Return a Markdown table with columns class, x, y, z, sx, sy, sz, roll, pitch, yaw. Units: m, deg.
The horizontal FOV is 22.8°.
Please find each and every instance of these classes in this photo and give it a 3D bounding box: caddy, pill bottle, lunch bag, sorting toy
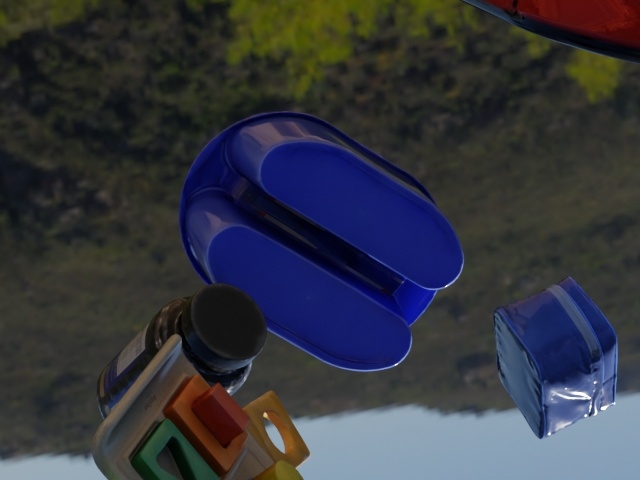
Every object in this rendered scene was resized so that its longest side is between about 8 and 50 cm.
| class | x | y | z | sx | sy | sz | roll | pitch | yaw |
| --- | --- | --- | --- | --- | --- | --- | --- | --- | --- |
| caddy | 0.000 | 0.000 | 1.849 | 0.241 | 0.341 | 0.179 | -56 | -162 | 6 |
| pill bottle | -0.152 | 0.137 | 1.753 | 0.123 | 0.122 | 0.219 | -11 | 159 | -40 |
| lunch bag | 0.155 | 0.076 | 1.014 | 0.065 | 0.067 | 0.098 | -23 | 142 | -10 |
| sorting toy | -0.064 | 0.169 | 1.105 | 0.047 | 0.196 | 0.347 | -32 | -171 | 20 |

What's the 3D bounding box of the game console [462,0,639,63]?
| class | x | y | z | sx | sy | sz | roll | pitch | yaw |
| --- | --- | --- | --- | --- | --- | --- | --- | --- | --- |
| game console | 0.193 | -0.141 | 0.837 | 0.387 | 0.060 | 0.342 | 1 | -164 | -32 |
